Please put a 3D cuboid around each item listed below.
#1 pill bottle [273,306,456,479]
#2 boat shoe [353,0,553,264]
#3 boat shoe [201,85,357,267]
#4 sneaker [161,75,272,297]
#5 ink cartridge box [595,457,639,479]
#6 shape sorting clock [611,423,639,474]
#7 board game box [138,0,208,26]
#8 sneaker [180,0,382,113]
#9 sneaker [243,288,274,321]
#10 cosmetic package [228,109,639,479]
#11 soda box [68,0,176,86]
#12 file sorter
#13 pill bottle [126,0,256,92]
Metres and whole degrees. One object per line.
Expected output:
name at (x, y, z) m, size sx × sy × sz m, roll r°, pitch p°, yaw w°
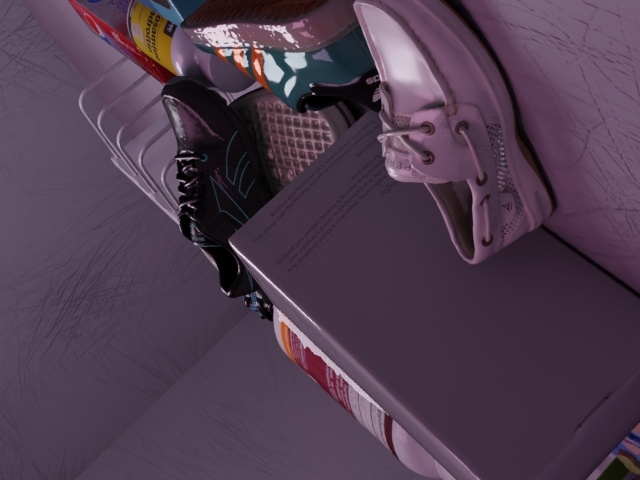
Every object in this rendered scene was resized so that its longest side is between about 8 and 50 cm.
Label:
pill bottle at (0.129, 0.151, 1.200) m, size 0.392 × 0.224 × 0.224 m, roll 35°, pitch 166°, yaw 47°
boat shoe at (0.092, -0.081, 0.743) m, size 0.277 × 0.096 × 0.098 m, roll 53°, pitch 170°, yaw -35°
boat shoe at (-0.047, -0.083, 1.243) m, size 0.187 × 0.156 × 0.500 m, roll 51°, pitch 156°, yaw 4°
sneaker at (-0.116, -0.057, 1.093) m, size 0.101 × 0.106 × 0.267 m, roll 2°, pitch 124°, yaw 58°
ink cartridge box at (0.360, 0.366, 1.212) m, size 0.097 × 0.189 × 0.255 m, roll 41°, pitch 171°, yaw 22°
shape sorting clock at (0.346, 0.215, 0.989) m, size 0.206 × 0.040 × 0.206 m, roll 38°, pitch 161°, yaw 16°
board game box at (-0.246, -0.391, 0.994) m, size 0.254 × 0.079 × 0.336 m, roll 38°, pitch 168°, yaw 44°
sneaker at (-0.032, -0.173, 0.876) m, size 0.121 × 0.108 × 0.302 m, roll 56°, pitch 166°, yaw -28°
sneaker at (-0.040, 0.095, 1.548) m, size 0.341 × 0.140 × 0.125 m, roll 47°, pitch 173°, yaw 50°
cosmetic package at (0.119, 0.069, 0.925) m, size 0.385 × 0.217 × 0.156 m, roll 43°, pitch 171°, yaw 31°
soda box at (-0.269, -0.319, 1.381) m, size 0.263 × 0.092 × 0.083 m, roll 38°, pitch 167°, yaw 44°
file sorter at (-0.229, -0.171, 1.555) m, size 0.278 × 0.193 × 0.173 m, roll 40°, pitch 166°, yaw 36°
pill bottle at (-0.143, -0.237, 1.121) m, size 0.184 × 0.103 × 0.103 m, roll 37°, pitch 168°, yaw 44°
